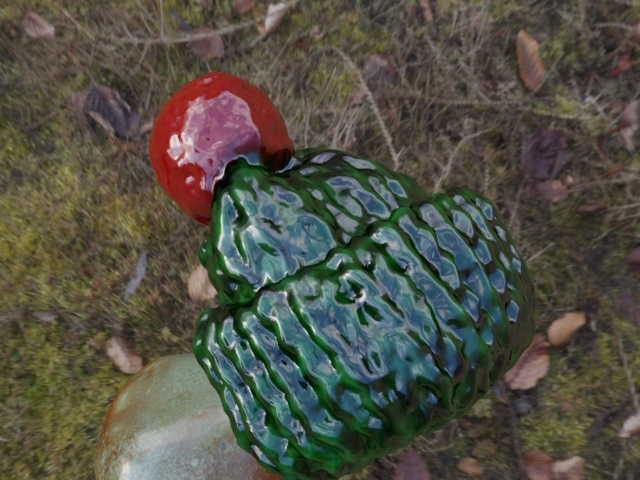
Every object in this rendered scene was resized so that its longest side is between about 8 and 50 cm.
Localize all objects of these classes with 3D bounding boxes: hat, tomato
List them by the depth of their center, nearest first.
[{"bbox_3d":[0.000,0.000,0.693,0.242,0.274,0.332,-36,82,21],"label":"hat"},{"bbox_3d":[-0.158,0.282,1.205,0.304,0.303,0.238,-9,116,-7],"label":"tomato"}]
